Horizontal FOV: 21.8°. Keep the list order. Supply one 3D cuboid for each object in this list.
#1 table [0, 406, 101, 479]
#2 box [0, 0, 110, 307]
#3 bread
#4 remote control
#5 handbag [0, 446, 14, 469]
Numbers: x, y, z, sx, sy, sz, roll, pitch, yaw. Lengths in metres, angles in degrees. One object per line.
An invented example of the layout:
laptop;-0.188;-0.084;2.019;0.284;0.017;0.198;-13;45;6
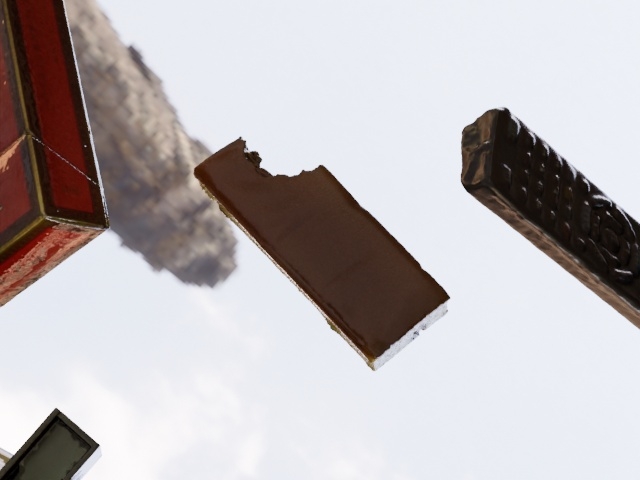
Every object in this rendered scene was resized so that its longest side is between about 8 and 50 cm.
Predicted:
table;-0.223;0.246;1.154;0.111;0.121;0.240;41;-102;3
box;-0.253;-0.086;1.297;0.153;0.074;0.240;-30;-117;33
bread;0.000;0.000;1.348;0.088;0.049;0.226;-39;-109;-10
remote control;0.164;0.018;0.872;0.025;0.245;0.063;-33;-148;35
handbag;-0.272;0.323;1.357;0.301;0.149;0.283;25;-63;19
